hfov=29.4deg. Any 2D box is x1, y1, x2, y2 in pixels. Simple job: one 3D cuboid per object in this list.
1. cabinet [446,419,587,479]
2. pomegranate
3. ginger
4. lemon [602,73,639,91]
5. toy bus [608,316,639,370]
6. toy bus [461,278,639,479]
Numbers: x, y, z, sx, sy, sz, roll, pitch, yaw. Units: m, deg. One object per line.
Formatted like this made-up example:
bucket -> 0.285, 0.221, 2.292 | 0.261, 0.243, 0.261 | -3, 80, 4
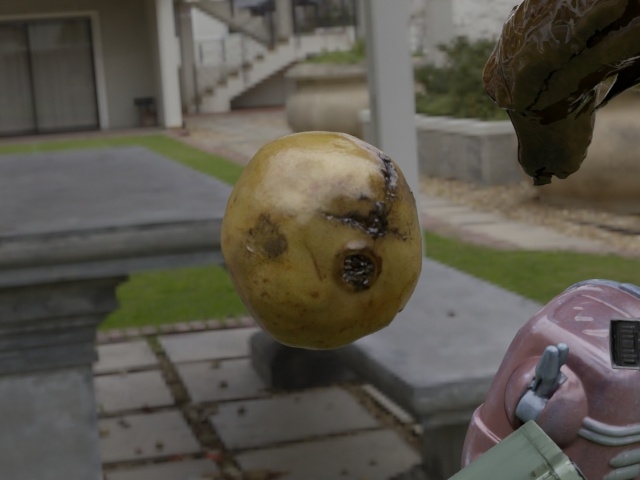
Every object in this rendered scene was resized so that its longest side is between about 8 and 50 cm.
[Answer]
cabinet -> 0.086, 0.226, 0.676 | 0.206, 0.145, 0.150 | -36, -1, 1
pomegranate -> 0.000, 0.000, 1.429 | 0.260, 0.260, 0.260 | -3, 9, 1
ginger -> 0.203, -0.145, 0.848 | 0.133, 0.107, 0.309 | 17, -23, -22
lemon -> 0.341, -0.301, 1.285 | 0.258, 0.310, 0.258 | -13, 37, 10
toy bus -> 0.240, 0.064, 0.745 | 0.052, 0.037, 0.130 | -3, 0, -38
toy bus -> 0.254, 0.188, 1.231 | 0.232, 0.294, 0.197 | -10, 37, -46
